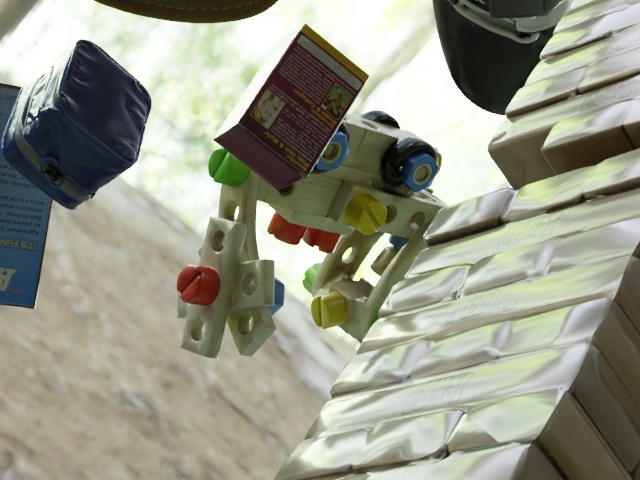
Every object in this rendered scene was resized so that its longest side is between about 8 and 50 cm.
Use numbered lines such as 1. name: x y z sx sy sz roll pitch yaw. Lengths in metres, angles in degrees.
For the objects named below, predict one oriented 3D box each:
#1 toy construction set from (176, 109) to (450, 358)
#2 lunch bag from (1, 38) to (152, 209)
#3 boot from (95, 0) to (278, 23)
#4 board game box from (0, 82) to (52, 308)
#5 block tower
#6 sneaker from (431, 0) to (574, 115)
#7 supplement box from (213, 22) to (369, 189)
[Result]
1. toy construction set: 0.000 0.000 1.278 0.151 0.215 0.328 34 -163 31
2. lunch bag: -0.151 -0.066 0.966 0.067 0.065 0.098 42 -149 -23
3. boot: -0.131 -0.194 0.940 0.284 0.109 0.220 13 -173 9
4. board game box: -0.294 -0.042 0.970 0.281 0.145 0.027 9 -178 -36
5. block tower: 0.099 0.003 0.473 0.091 0.097 0.335 53 -134 -19
6. sneaker: 0.105 -0.193 0.960 0.122 0.330 0.146 21 -133 19
7. supplement box: -0.017 -0.081 0.967 0.055 0.083 0.043 39 156 -15
